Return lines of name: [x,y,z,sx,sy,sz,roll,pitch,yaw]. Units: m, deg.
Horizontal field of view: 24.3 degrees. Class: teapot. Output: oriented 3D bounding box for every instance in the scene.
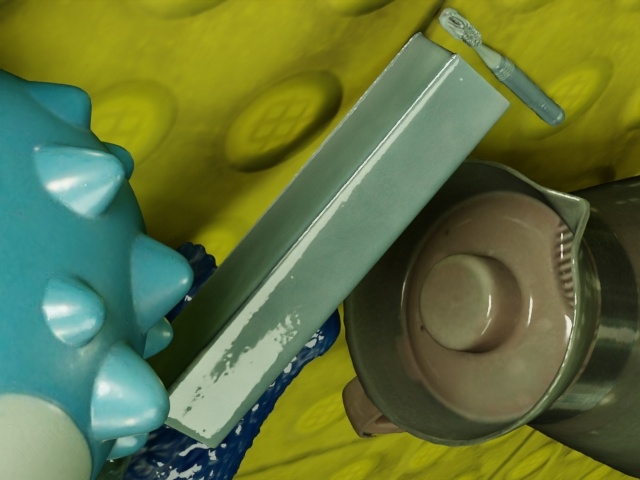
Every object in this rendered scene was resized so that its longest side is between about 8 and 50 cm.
teapot: [0.184,0.068,1.141,0.344,0.253,0.300,10,140,-47]

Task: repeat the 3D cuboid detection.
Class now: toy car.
toy car: [-0.152,0.039,0.635,0.190,0.255,0.188,0,140,8]

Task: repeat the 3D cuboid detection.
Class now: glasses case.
glasses case: [0.000,0.000,0.881,0.266,0.056,0.105,-49,-164,6]

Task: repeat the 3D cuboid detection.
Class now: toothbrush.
toothbrush: [0.126,-0.112,0.990,0.016,0.019,0.219,-54,152,5]

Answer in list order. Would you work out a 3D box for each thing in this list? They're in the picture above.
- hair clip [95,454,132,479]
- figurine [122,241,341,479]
hair clip: [-0.218,0.231,0.821,0.392,0.318,0.238,-29,154,-17]
figurine: [-0.086,0.118,1.012,0.262,0.121,0.164,-46,149,17]
